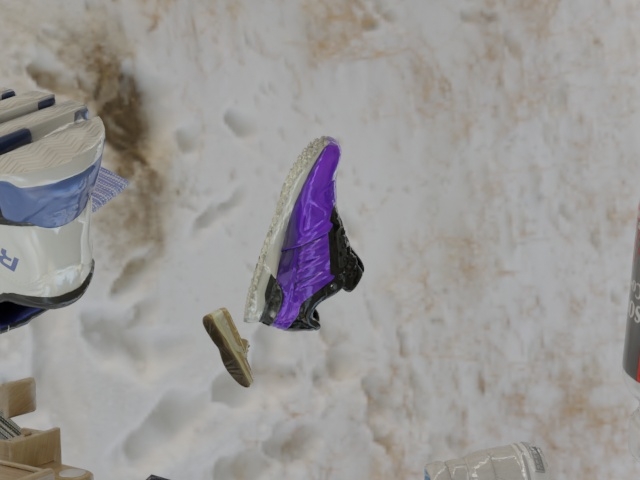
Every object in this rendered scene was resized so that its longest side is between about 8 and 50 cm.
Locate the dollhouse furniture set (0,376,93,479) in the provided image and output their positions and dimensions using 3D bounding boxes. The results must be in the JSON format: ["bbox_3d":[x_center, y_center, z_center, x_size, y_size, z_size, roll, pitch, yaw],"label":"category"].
[{"bbox_3d":[-0.401,0.134,1.206,0.303,0.173,0.356,-8,99,-56],"label":"dollhouse furniture set"}]

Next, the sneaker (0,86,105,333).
[{"bbox_3d":[-0.263,-0.033,0.768,0.127,0.315,0.182,-23,129,-34],"label":"sneaker"}]

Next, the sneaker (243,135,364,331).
[{"bbox_3d":[0.000,0.000,1.468,0.102,0.146,0.293,-89,-161,-70],"label":"sneaker"}]

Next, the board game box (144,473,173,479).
[{"bbox_3d":[-0.320,0.548,2.013,0.243,0.165,0.042,-40,136,-61],"label":"board game box"}]

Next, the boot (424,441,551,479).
[{"bbox_3d":[0.147,0.307,1.014,0.095,0.123,0.258,-109,-164,-63],"label":"boot"}]

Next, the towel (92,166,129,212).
[{"bbox_3d":[-0.552,-0.148,2.211,0.040,0.243,0.336,-60,-177,16],"label":"towel"}]

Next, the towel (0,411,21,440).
[{"bbox_3d":[-0.671,0.450,1.889,0.324,0.056,0.312,-45,106,-11],"label":"towel"}]

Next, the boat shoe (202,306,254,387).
[{"bbox_3d":[-0.135,0.168,1.651,0.045,0.050,0.135,-35,106,-35],"label":"boat shoe"}]

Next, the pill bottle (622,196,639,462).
[{"bbox_3d":[0.504,0.112,1.351,0.210,0.210,0.363,-25,119,-61],"label":"pill bottle"}]
